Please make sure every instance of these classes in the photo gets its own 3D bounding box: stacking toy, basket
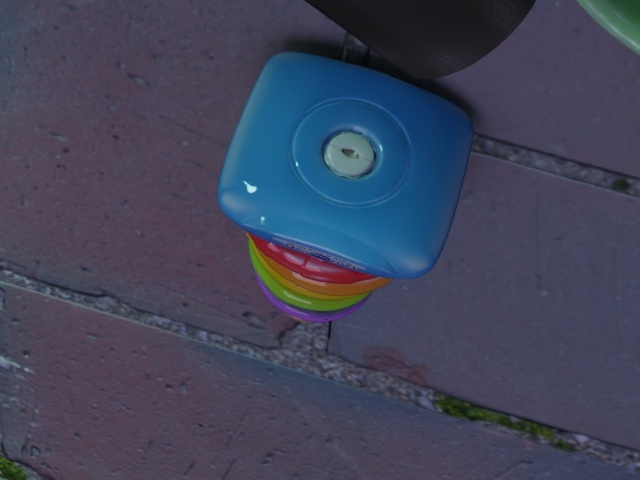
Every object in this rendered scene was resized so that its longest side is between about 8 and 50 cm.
[{"bbox_3d":[0.000,0.000,1.485,0.175,0.166,0.302,19,153,0],"label":"stacking toy"},{"bbox_3d":[0.033,-0.224,1.206,0.227,0.204,0.154,45,174,-32],"label":"basket"}]

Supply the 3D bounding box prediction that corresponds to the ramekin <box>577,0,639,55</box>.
[{"bbox_3d":[0.284,-0.242,1.080,0.303,0.148,0.303,13,137,12],"label":"ramekin"}]
